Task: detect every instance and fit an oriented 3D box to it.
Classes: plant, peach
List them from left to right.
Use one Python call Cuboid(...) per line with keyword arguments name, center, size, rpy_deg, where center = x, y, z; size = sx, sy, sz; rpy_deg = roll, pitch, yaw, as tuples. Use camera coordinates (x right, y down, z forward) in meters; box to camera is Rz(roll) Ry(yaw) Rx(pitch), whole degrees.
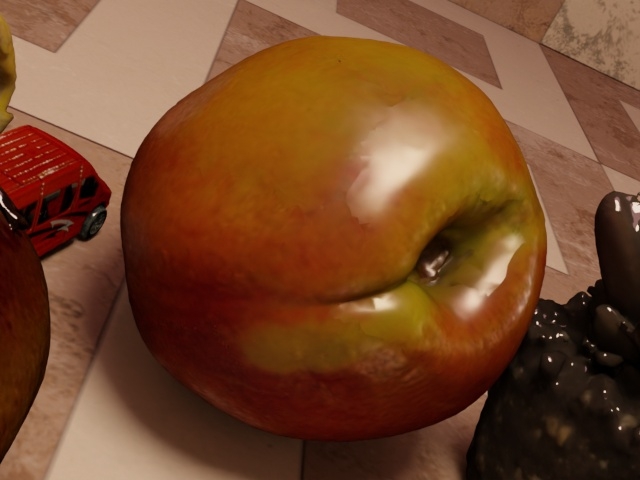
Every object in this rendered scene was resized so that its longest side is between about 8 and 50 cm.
Cuboid(name="peach", center=(-0.001, -0.009, 0.735), size=(0.308, 0.307, 0.332), rpy_deg=(5, 14, -38))
Cuboid(name="plant", center=(0.248, 0.097, 0.730), size=(0.182, 0.320, 0.194), rpy_deg=(1, 36, -40))

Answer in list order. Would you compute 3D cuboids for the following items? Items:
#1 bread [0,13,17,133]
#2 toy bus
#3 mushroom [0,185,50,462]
Cuboid(name="bread", center=(-0.345, -0.146, 0.774), size=(0.170, 0.197, 0.197), rpy_deg=(46, 30, 12))
Cuboid(name="toy bus", center=(-0.231, -0.036, 0.775), size=(0.081, 0.089, 0.195), rpy_deg=(32, 27, 8))
Cuboid(name="mushroom", center=(-0.304, 0.029, 0.510), size=(0.345, 0.260, 0.345), rpy_deg=(43, 29, -31))
